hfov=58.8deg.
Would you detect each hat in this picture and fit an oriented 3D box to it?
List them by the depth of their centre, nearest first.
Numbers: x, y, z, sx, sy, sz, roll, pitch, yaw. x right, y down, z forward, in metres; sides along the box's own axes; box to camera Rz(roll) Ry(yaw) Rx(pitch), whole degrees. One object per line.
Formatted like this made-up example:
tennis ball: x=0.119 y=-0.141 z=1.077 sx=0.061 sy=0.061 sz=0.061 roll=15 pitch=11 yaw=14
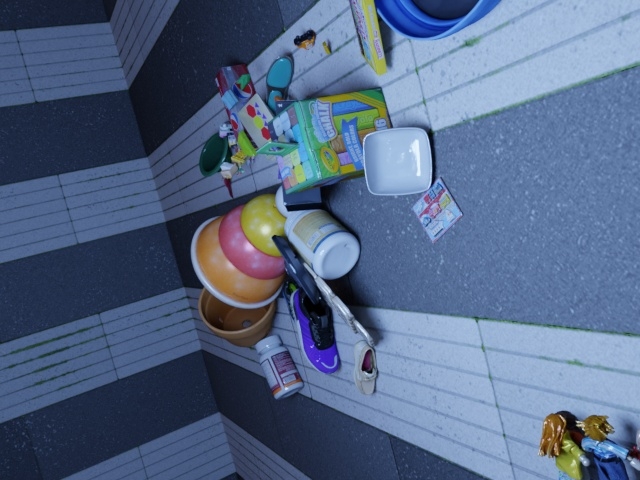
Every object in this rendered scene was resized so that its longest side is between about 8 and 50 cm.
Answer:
hat: x=-0.349 y=-0.298 z=2.189 sx=0.208 sy=0.183 sz=0.173 roll=-25 pitch=59 yaw=40

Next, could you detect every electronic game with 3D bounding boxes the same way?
electronic game: x=-0.071 y=0.082 z=1.599 sx=0.229 sy=0.048 sz=0.229 roll=57 pitch=177 yaw=4

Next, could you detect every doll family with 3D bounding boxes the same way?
doll family: x=0.460 y=0.367 z=0.952 sx=0.263 sy=0.118 sz=0.163 roll=-18 pitch=88 yaw=63

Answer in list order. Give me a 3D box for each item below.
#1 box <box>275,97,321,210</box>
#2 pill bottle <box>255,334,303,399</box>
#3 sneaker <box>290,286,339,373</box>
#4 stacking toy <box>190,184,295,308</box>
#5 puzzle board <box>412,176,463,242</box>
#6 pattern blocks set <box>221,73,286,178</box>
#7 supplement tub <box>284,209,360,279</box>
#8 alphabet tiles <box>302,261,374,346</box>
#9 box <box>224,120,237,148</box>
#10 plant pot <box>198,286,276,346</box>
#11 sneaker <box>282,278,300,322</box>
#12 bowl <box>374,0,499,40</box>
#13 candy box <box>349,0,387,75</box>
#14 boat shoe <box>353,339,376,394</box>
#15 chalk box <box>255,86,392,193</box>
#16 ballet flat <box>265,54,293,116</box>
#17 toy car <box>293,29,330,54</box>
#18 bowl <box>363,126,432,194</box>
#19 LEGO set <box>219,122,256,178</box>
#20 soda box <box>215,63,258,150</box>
box: x=-0.055 y=-0.215 z=1.480 sx=0.184 sy=0.103 sz=0.261 roll=41 pitch=-136 yaw=-88
pill bottle: x=-0.162 y=0.484 z=2.174 sx=0.221 sy=0.121 sz=0.121 roll=62 pitch=151 yaw=21
sneaker: x=-0.008 y=0.278 z=1.792 sx=0.146 sy=0.102 sz=0.294 roll=-40 pitch=70 yaw=60
stacking toy: x=-0.159 y=-0.028 z=1.782 sx=0.480 sy=0.350 sz=0.351 roll=-40 pitch=68 yaw=40
puzzle board: x=0.248 y=-0.063 z=1.221 sx=0.096 sy=0.011 sz=0.128 roll=64 pitch=152 yaw=18
pattern blocks set: x=-0.164 y=-0.332 z=1.689 sx=0.285 sy=0.026 sz=0.325 roll=-15 pitch=107 yaw=50
supplement tub: x=0.000 y=0.000 z=1.572 sx=0.199 sy=0.144 sz=0.144 roll=44 pitch=141 yaw=43
alphabet tiles: x=0.048 y=0.182 z=1.557 sx=0.278 sy=0.021 sz=0.284 roll=47 pitch=173 yaw=18
box: x=-0.331 y=-0.391 z=2.104 sx=0.083 sy=0.018 sz=0.067 roll=53 pitch=147 yaw=34
plant pot: x=-0.301 y=0.276 z=2.177 sx=0.291 sy=0.290 sz=0.204 roll=52 pitch=162 yaw=35
sneaker: x=-0.078 y=0.211 z=1.921 sx=0.188 sy=0.067 sz=0.078 roll=60 pitch=156 yaw=29
bowl: x=0.199 y=-0.548 z=0.965 sx=0.391 sy=0.077 sz=0.391 roll=40 pitch=138 yaw=47
candy box: x=0.092 y=-0.450 z=1.170 sx=0.105 sy=0.027 sz=0.206 roll=62 pitch=177 yaw=40
boat shoe: x=0.131 y=0.373 z=1.629 sx=0.059 sy=0.063 sz=0.170 roll=25 pitch=126 yaw=63
chalk box: x=0.001 y=-0.218 z=1.289 sx=0.180 sy=0.288 sz=0.179 roll=-13 pitch=94 yaw=63
ballet flat: x=-0.126 y=-0.451 z=1.641 sx=0.213 sy=0.072 sz=0.068 roll=108 pitch=165 yaw=-45
toy car: x=-0.021 y=-0.488 z=1.437 sx=0.122 sy=0.060 sz=0.040 roll=56 pitch=-179 yaw=42
bowl: x=0.167 y=-0.172 z=1.211 sx=0.053 sy=0.142 sz=0.142 roll=-55 pitch=-39 yaw=-66
LEGO set: x=-0.276 y=-0.287 z=1.938 sx=0.107 sy=0.132 sz=0.287 roll=95 pitch=168 yaw=-46
soda box: x=-0.253 y=-0.433 z=1.853 sx=0.083 sy=0.092 sz=0.263 roll=-25 pitch=83 yaw=60
